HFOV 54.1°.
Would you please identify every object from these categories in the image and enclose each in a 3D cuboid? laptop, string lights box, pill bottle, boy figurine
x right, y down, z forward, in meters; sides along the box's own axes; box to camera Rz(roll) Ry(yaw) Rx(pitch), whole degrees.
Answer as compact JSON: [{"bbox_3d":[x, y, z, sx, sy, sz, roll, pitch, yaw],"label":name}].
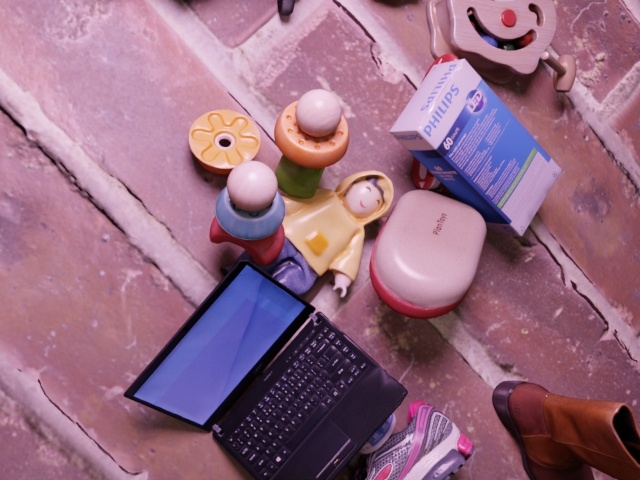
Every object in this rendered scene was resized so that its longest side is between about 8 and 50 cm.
[{"bbox_3d":[-0.063,0.199,0.814,0.264,0.136,0.234,42,92,13],"label":"laptop"},{"bbox_3d":[0.243,-0.136,0.959,0.259,0.076,0.133,39,79,-25],"label":"string lights box"},{"bbox_3d":[0.039,0.239,0.918,0.137,0.078,0.078,46,72,-12],"label":"pill bottle"},{"bbox_3d":[0.000,0.000,0.919,0.285,0.092,0.177,-37,96,-16],"label":"boy figurine"}]

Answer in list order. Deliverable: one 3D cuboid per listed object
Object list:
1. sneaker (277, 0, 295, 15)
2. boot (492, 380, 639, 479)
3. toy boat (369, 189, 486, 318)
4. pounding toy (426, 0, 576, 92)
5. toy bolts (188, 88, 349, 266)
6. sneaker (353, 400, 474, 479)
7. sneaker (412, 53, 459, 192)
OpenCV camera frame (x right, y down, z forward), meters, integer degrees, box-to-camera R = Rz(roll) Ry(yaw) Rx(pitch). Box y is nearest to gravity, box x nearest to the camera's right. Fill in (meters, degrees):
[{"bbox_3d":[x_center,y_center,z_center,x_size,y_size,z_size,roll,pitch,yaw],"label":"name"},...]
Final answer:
[{"bbox_3d":[-0.016,-0.423,0.968,0.089,0.051,0.170,6,80,-16],"label":"sneaker"},{"bbox_3d":[0.419,0.329,0.946,0.096,0.280,0.264,-30,96,-20],"label":"boot"},{"bbox_3d":[0.154,0.038,0.952,0.151,0.151,0.231,22,39,10],"label":"toy boat"},{"bbox_3d":[0.324,-0.356,1.035,0.269,0.155,0.154,14,85,-19],"label":"pounding toy"},{"bbox_3d":[-0.086,-0.108,0.812,0.218,0.158,0.229,20,62,1],"label":"toy bolts"},{"bbox_3d":[0.084,0.366,0.919,0.299,0.121,0.112,-38,70,-19],"label":"sneaker"},{"bbox_3d":[0.225,-0.185,1.035,0.128,0.087,0.221,8,95,-28],"label":"sneaker"}]
